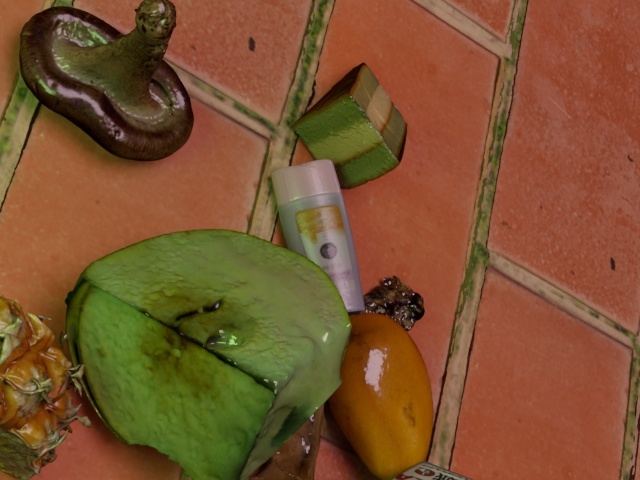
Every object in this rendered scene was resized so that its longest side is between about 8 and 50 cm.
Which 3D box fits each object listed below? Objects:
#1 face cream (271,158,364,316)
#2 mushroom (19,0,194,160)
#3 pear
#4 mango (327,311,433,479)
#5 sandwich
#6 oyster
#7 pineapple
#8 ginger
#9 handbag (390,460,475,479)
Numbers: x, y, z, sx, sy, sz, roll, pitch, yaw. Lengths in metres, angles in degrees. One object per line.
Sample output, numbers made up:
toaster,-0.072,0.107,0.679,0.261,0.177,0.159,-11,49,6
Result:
face cream,0.000,0.000,1.793,0.084,0.057,0.198,-13,79,-10
mushroom,-0.203,-0.195,1.610,0.227,0.217,0.148,29,58,-27
pear,-0.105,0.114,1.598,0.286,0.176,0.282,28,34,15
mango,0.072,0.194,1.756,0.145,0.112,0.219,-23,100,-51
sandwich,0.076,-0.165,1.865,0.117,0.144,0.187,54,51,-12
oyster,0.083,0.096,1.847,0.086,0.029,0.132,52,51,-11
pineapple,-0.330,0.156,1.433,0.186,0.236,0.114,16,51,11
ginger,-0.045,0.298,1.644,0.148,0.081,0.333,33,50,-24
handbag,0.109,0.364,1.605,0.298,0.171,0.151,-13,116,-59
